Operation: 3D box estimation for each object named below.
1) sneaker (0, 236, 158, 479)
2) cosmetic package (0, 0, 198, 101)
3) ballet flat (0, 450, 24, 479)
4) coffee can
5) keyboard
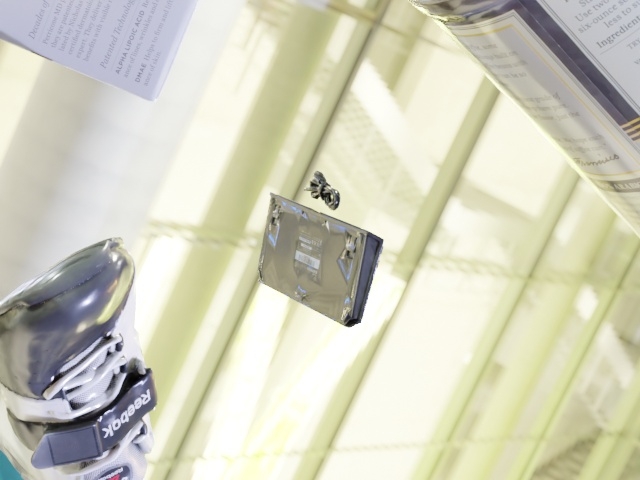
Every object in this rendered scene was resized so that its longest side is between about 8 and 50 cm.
[{"bbox_3d":[-0.161,0.106,1.102,0.146,0.122,0.330,54,158,10],"label":"sneaker"},{"bbox_3d":[-0.200,-0.242,1.431,0.183,0.151,0.151,22,-162,-9],"label":"cosmetic package"},{"bbox_3d":[-0.231,0.219,1.293,0.206,0.073,0.067,62,-162,-7],"label":"ballet flat"},{"bbox_3d":[0.207,-0.118,0.915,0.275,0.201,0.201,43,-176,-24],"label":"coffee can"},{"bbox_3d":[0.000,0.000,1.300,0.023,0.108,0.180,6,-172,-29],"label":"keyboard"}]
